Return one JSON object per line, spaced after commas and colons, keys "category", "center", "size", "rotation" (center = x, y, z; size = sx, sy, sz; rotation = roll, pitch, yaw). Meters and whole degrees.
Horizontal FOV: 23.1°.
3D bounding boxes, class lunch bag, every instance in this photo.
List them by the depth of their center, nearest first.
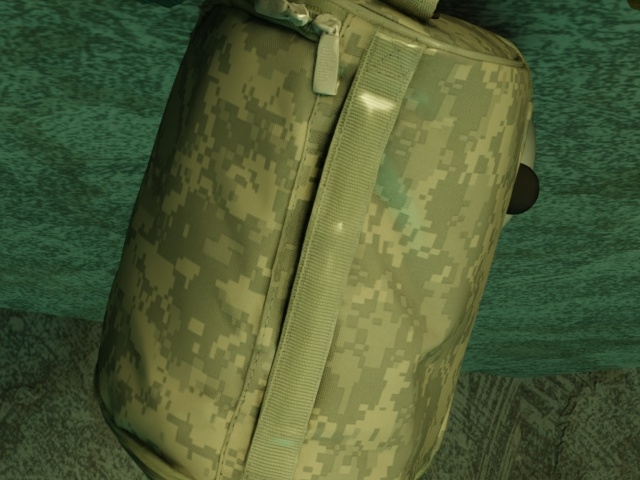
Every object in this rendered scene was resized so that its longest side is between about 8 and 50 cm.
{"category": "lunch bag", "center": [0.000, 0.000, 0.882], "size": [0.213, 0.305, 0.256], "rotation": [15, -171, -4]}

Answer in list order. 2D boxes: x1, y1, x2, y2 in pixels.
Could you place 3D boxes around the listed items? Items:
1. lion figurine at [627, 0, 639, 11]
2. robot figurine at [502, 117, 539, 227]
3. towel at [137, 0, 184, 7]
{"category": "lion figurine", "center": [0.127, -0.173, 0.828], "size": [0.392, 0.142, 0.240], "rotation": [17, 173, -8]}
{"category": "robot figurine", "center": [0.035, -0.082, 1.121], "size": [0.174, 0.209, 0.278], "rotation": [-34, 149, 33]}
{"category": "towel", "center": [-0.204, -0.178, 0.741], "size": [0.370, 0.040, 0.271], "rotation": [12, 180, -23]}
